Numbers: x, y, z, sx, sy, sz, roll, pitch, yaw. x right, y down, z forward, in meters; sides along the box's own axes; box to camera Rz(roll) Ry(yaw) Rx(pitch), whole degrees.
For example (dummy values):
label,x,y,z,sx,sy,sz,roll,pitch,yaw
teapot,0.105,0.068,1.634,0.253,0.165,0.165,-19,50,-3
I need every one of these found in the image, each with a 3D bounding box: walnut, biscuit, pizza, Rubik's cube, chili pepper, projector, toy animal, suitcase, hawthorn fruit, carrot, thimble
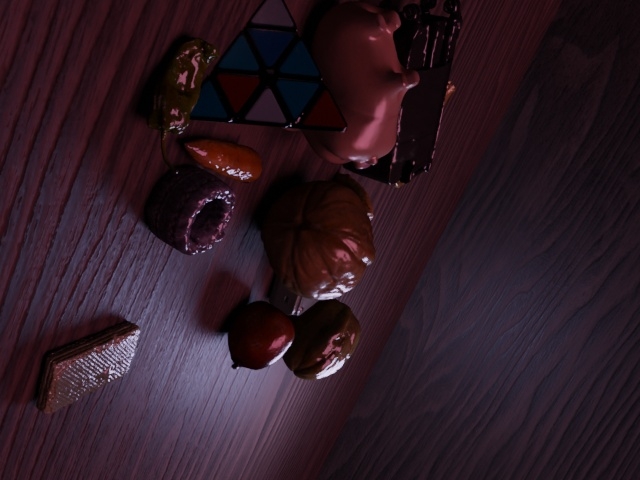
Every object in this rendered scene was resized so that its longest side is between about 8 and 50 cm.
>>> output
label,x,y,z,sx,sy,sz,roll,pitch,yaw
walnut,0.002,0.000,1.502,0.251,0.277,0.313,-23,157,12
biscuit,-0.416,0.227,1.138,0.199,0.040,0.121,-23,141,-60
pizza,0.049,-0.107,1.690,0.161,0.182,0.062,-19,141,4
Rubik's cube,-0.060,-0.311,1.085,0.284,0.250,0.234,-10,109,-59
chili pepper,-0.222,-0.212,0.947,0.072,0.073,0.204,34,75,-53
projector,-0.022,0.077,1.779,0.250,0.108,0.198,-29,142,-55
toy animal,0.063,-0.309,1.283,0.237,0.269,0.327,-22,101,-48
suitcase,0.186,-0.353,1.502,0.283,0.194,0.434,-32,134,-48
walnut,-0.008,0.306,1.972,0.283,0.227,0.283,-41,-166,12
hawthorn fruit,-0.163,0.252,1.610,0.188,0.169,0.169,-44,155,-30
carrot,-0.181,-0.152,1.135,0.072,0.072,0.205,-63,157,8
thimble,-0.228,-0.052,1.115,0.150,0.097,0.150,-48,156,-29

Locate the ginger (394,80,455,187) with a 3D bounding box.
label,x,y,z,sx,sy,sz,roll,pitch,yaw
ginger,0.304,-0.322,1.938,0.375,0.166,0.236,-43,146,-26
